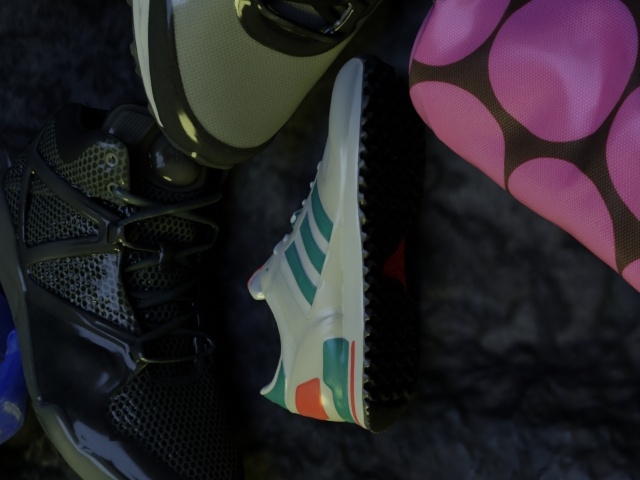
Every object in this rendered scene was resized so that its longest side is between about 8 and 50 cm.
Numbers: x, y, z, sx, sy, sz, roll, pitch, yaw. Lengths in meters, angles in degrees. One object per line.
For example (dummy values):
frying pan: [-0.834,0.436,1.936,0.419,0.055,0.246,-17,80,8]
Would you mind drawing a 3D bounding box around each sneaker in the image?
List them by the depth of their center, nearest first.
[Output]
sneaker: [0.009,-0.145,0.427,0.108,0.100,0.272,48,115,43]
sneaker: [0.000,0.000,0.462,0.075,0.057,0.161,0,90,31]
sneaker: [-0.085,0.021,0.507,0.130,0.087,0.228,-48,56,32]

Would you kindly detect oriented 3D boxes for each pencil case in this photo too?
pencil case: [0.124,-0.029,0.352,0.209,0.095,0.098,42,109,28]

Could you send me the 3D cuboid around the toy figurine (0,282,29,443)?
toy figurine: [-0.233,0.103,0.618,0.362,0.191,0.217,2,58,44]
